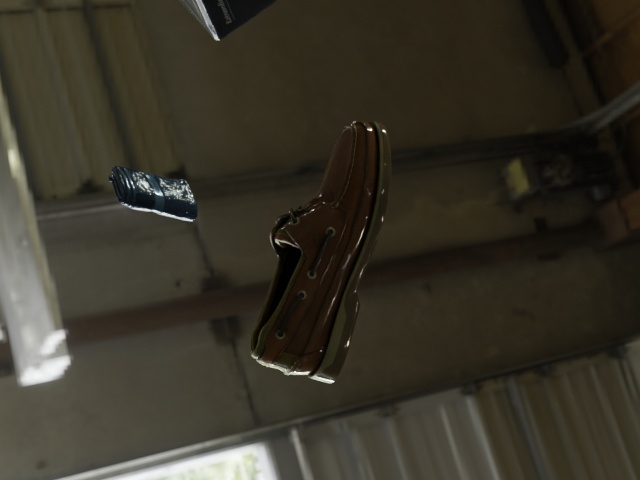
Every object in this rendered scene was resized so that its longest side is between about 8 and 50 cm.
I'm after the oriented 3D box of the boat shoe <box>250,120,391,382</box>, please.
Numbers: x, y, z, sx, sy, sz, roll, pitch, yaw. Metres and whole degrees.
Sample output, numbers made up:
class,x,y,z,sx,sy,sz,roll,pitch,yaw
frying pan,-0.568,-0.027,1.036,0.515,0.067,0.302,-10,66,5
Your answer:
class,x,y,z,sx,sy,sz,roll,pitch,yaw
boat shoe,0.000,0.000,1.415,0.111,0.104,0.307,149,-45,-70

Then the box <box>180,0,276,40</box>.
class,x,y,z,sx,sy,sz,roll,pitch,yaw
box,-0.098,-0.568,2.007,0.212,0.395,0.293,49,-10,31

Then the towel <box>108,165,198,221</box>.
class,x,y,z,sx,sy,sz,roll,pitch,yaw
towel,-0.217,-0.062,1.656,0.029,0.119,0.067,-51,-133,26
